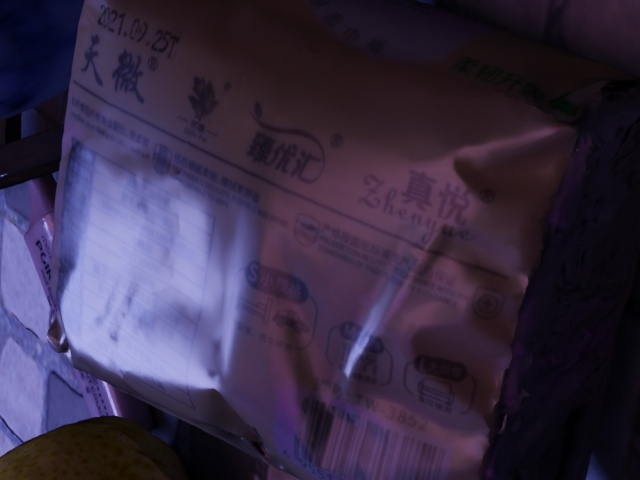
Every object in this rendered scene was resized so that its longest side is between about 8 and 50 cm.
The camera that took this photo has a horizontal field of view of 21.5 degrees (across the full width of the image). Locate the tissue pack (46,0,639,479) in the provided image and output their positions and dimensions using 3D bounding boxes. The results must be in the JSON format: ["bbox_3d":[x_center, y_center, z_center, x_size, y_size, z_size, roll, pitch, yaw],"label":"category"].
[{"bbox_3d":[0.000,0.000,0.698,0.257,0.123,0.215,23,113,31],"label":"tissue pack"}]

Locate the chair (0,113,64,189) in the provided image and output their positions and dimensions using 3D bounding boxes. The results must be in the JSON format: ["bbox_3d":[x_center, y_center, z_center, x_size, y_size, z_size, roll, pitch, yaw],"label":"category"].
[{"bbox_3d":[-0.304,-0.118,1.026,0.416,0.241,0.203,-13,75,56],"label":"chair"}]

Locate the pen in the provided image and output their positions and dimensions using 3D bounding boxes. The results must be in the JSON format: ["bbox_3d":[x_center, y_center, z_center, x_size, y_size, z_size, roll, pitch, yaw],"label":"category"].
[{"bbox_3d":[-0.150,0.031,1.043,0.053,0.032,0.197,-40,67,51],"label":"pen"}]

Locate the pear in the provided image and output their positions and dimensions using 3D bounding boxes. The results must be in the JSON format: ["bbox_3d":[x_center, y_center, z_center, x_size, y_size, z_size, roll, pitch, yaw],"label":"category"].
[{"bbox_3d":[-0.138,0.182,0.954,0.178,0.178,0.178,18,112,52],"label":"pear"}]

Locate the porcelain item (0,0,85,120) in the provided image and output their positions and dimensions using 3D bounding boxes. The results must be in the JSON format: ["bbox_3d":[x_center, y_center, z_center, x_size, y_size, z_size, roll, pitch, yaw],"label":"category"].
[{"bbox_3d":[-0.147,-0.198,0.759,0.405,0.243,0.178,-46,62,30],"label":"porcelain item"}]
